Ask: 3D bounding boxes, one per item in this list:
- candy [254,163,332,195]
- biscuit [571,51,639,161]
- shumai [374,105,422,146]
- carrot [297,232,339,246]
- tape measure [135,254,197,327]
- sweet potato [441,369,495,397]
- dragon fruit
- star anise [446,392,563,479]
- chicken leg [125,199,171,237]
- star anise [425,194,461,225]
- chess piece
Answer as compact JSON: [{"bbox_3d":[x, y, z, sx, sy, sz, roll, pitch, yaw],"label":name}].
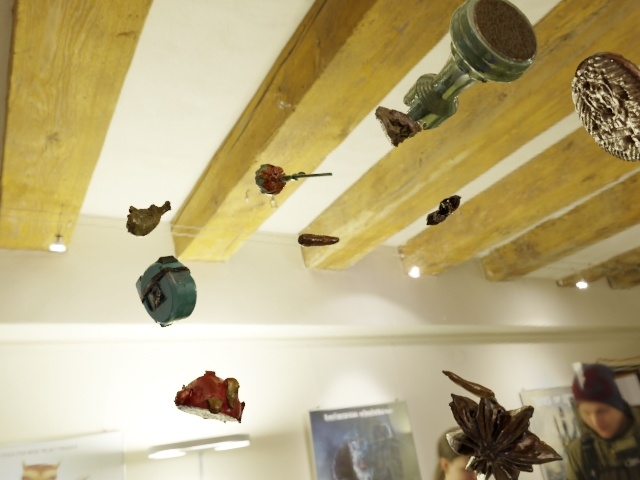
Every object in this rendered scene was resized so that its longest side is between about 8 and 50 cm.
[{"bbox_3d":[-0.069,-0.163,1.364,0.287,0.078,0.084,1,-47,50],"label":"candy"},{"bbox_3d":[0.463,-0.207,0.844,0.027,0.188,0.188,-28,-24,0],"label":"biscuit"},{"bbox_3d":[0.211,-0.330,1.496,0.105,0.123,0.139,-30,13,-2],"label":"shumai"},{"bbox_3d":[-0.001,0.000,1.376,0.035,0.036,0.165,-26,-16,34],"label":"carrot"},{"bbox_3d":[-0.310,0.106,1.090,0.080,0.125,0.146,-9,-28,-49],"label":"tape measure"},{"bbox_3d":[0.286,0.279,1.028,0.115,0.026,0.026,26,-29,-3],"label":"sweet potato"},{"bbox_3d":[-0.169,0.239,0.825,0.112,0.068,0.126,4,-28,15],"label":"dragon fruit"},{"bbox_3d":[0.457,0.521,1.364,0.315,0.316,0.108,-31,-5,41],"label":"star anise"},{"bbox_3d":[-0.480,-0.072,1.498,0.070,0.093,0.178,-23,13,36],"label":"chicken leg"},{"bbox_3d":[0.426,-0.104,1.846,0.167,0.057,0.168,-40,-10,-8],"label":"star anise"},{"bbox_3d":[0.311,-0.375,1.197,0.194,0.195,0.299,2,-21,-24],"label":"chess piece"}]
